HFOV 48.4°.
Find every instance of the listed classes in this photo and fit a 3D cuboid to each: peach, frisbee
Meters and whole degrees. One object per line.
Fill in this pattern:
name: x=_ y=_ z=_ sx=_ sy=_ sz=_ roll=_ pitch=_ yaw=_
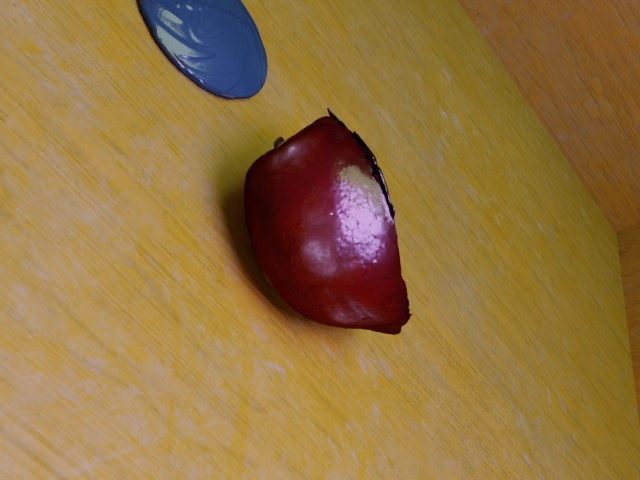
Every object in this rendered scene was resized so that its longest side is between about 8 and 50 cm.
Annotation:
peach: x=0.000 y=0.000 z=1.072 sx=0.258 sy=0.201 sz=0.362 roll=-140 pitch=-150 yaw=-77
frisbee: x=-0.185 y=-0.376 z=1.217 sx=0.289 sy=0.049 sz=0.290 roll=33 pitch=43 yaw=-37
